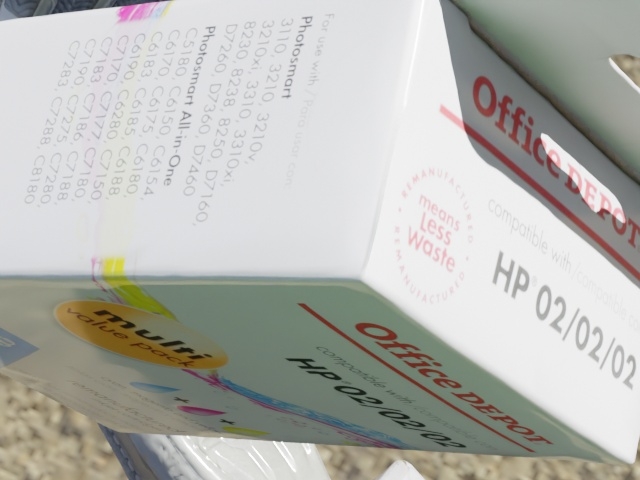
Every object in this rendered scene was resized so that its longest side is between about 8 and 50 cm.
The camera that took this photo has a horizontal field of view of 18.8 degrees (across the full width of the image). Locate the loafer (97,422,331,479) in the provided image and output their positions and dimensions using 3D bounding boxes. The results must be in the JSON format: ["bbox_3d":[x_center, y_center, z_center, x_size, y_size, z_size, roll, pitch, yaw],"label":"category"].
[{"bbox_3d":[-0.040,0.154,0.972,0.111,0.112,0.319,-42,79,27],"label":"loafer"}]

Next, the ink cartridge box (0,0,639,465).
[{"bbox_3d":[0.000,0.000,0.394,0.181,0.104,0.062,-2,67,37],"label":"ink cartridge box"}]

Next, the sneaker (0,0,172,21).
[{"bbox_3d":[-0.079,-0.080,0.729,0.086,0.228,0.132,-53,0,-8],"label":"sneaker"}]

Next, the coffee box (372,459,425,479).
[{"bbox_3d":[-0.048,0.192,0.588,0.098,0.141,0.246,48,124,1],"label":"coffee box"}]
